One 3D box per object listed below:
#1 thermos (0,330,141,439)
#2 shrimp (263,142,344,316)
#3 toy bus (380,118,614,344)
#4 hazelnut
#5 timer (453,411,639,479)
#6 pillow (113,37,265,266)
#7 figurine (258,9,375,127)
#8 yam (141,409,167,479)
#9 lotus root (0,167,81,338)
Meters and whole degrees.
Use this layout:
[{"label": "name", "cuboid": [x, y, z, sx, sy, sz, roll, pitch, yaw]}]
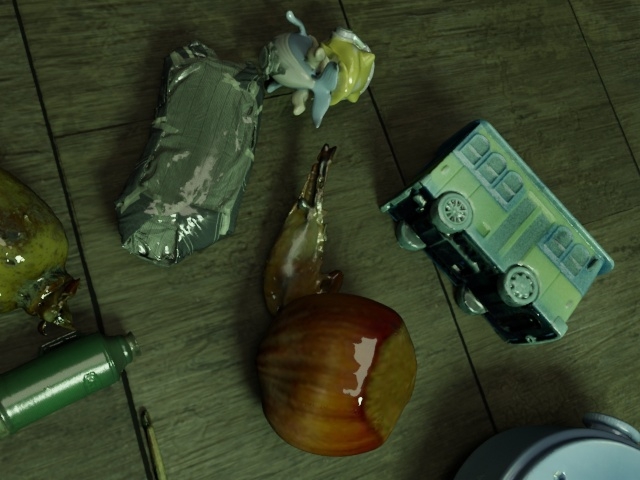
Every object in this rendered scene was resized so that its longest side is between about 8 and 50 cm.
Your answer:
[{"label": "thermos", "cuboid": [-0.314, 0.166, 0.762, 0.188, 0.083, 0.073, -24, 107, -24]}, {"label": "shrimp", "cuboid": [-0.008, -0.005, 0.914, 0.117, 0.066, 0.261, 24, 84, -28]}, {"label": "toy bus", "cuboid": [0.267, -0.006, 0.961, 0.312, 0.152, 0.190, 47, 67, -3]}, {"label": "hazelnut", "cuboid": [0.024, 0.171, 0.827, 0.186, 0.210, 0.210, 2, 75, -44]}, {"label": "timer", "cuboid": [0.350, 0.427, 0.870, 0.395, 0.173, 0.394, 4, 75, -17]}, {"label": "pillow", "cuboid": [-0.173, -0.123, 0.866, 0.162, 0.092, 0.334, 15, 73, -11]}, {"label": "figurine", "cuboid": [-0.001, -0.253, 0.930, 0.184, 0.128, 0.208, 7, 37, -20]}, {"label": "yam", "cuboid": [-0.211, 0.269, 0.797, 0.014, 0.014, 0.107, -14, 82, -22]}, {"label": "lotus root", "cuboid": [-0.380, 0.008, 0.736, 0.278, 0.154, 0.154, 40, 67, -6]}]
